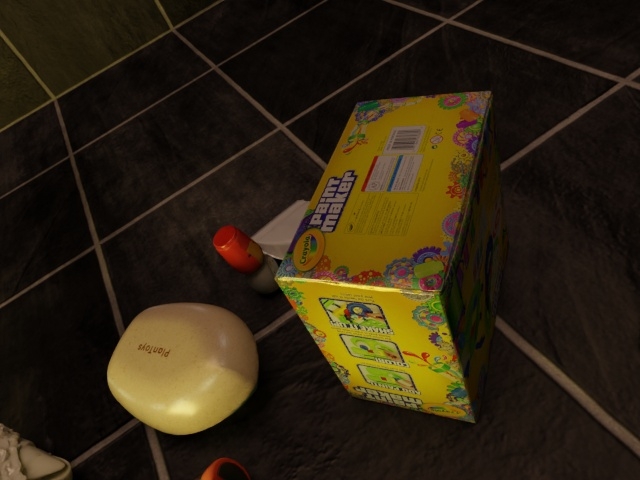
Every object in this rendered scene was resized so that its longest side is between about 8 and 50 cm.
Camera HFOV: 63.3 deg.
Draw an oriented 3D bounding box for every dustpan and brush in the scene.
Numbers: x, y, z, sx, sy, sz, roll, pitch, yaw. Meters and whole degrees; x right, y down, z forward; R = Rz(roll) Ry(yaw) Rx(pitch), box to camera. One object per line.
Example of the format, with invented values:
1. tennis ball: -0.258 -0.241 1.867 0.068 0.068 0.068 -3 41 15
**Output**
1. dustpan and brush: 0.000 0.000 0.900 0.211 0.060 0.147 13 43 42

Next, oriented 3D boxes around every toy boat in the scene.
1. toy boat: -0.163 0.138 0.796 0.267 0.148 0.318 7 61 37

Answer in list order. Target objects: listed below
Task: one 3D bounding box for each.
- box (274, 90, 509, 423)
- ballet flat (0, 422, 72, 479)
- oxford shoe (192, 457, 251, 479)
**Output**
1. box: 0.120 0.021 0.651 0.176 0.279 0.290 3 50 28
2. ballet flat: -0.384 0.378 0.693 0.147 0.147 0.409 -40 48 -13
3. oxford shoe: -0.112 0.390 0.569 0.098 0.097 0.271 -39 36 17
